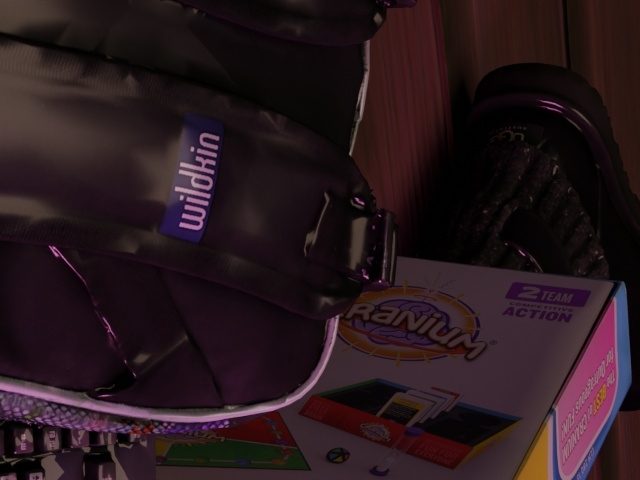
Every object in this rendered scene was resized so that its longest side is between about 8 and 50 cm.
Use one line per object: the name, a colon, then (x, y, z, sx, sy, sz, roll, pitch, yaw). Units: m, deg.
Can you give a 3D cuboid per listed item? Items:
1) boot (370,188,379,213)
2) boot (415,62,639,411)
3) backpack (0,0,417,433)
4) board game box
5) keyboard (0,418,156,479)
boot: (0.000, 0.000, 1.067, 0.121, 0.045, 0.099, 74, 35, -51)
boot: (0.160, 0.076, 1.303, 0.348, 0.131, 0.260, 56, 38, -38)
backpack: (-0.116, -0.062, 0.536, 0.253, 0.191, 0.225, 11, 85, -52)
board game box: (-0.022, 0.115, 0.820, 0.316, 0.242, 0.064, -52, 141, -47)
keyboard: (-0.181, 0.092, 0.617, 0.317, 0.033, 0.201, 0, 95, -44)
